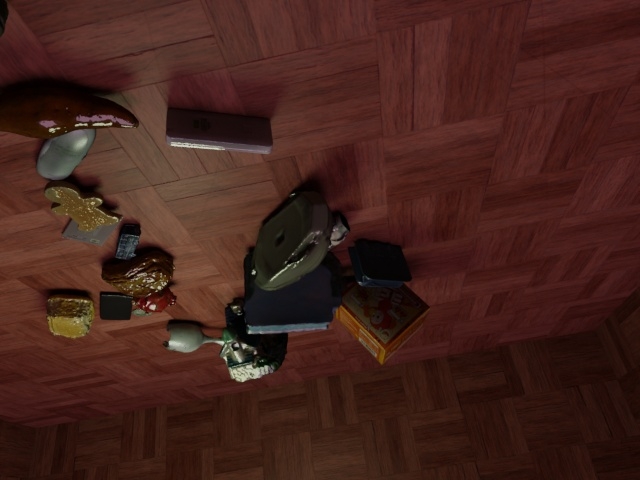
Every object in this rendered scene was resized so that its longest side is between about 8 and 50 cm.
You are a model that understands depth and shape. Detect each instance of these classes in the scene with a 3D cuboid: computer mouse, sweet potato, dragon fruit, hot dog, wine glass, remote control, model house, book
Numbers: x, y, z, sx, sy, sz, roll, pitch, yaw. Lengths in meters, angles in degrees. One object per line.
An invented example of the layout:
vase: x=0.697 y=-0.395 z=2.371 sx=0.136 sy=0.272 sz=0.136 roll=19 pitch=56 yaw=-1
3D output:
computer mouse: x=-0.080 y=0.008 z=1.537 sx=0.145 sy=0.228 sz=0.429 roll=8 pitch=145 yaw=-38
sweet potato: x=-0.587 y=-0.276 z=1.041 sx=0.359 sy=0.112 sz=0.112 roll=-8 pitch=150 yaw=-6
dragon fruit: x=-0.628 y=0.210 z=1.837 sx=0.165 sy=0.133 sz=0.136 roll=10 pitch=-173 yaw=-27
hot dog: x=-0.646 y=0.127 z=1.694 sx=0.259 sy=0.114 sz=0.175 roll=-18 pitch=151 yaw=15
wine glass: x=-0.563 y=0.457 z=2.249 sx=0.321 sy=0.143 sz=0.143 roll=15 pitch=142 yaw=-30
remote control: x=-0.240 y=-0.262 z=1.159 sx=0.250 sy=0.103 sz=0.034 roll=1 pitch=145 yaw=-18
model house: x=-0.306 y=0.400 z=2.074 sx=0.243 sy=0.298 sz=0.284 roll=-19 pitch=111 yaw=13
model house: x=-0.112 y=0.217 z=1.847 sx=0.360 sy=0.298 sz=0.339 roll=-3 pitch=157 yaw=-8
book: x=-0.707 y=-0.041 z=1.494 sx=0.127 sy=0.014 sz=0.181 roll=17 pitch=141 yaw=-37
remote control: x=-0.626 y=-0.219 z=1.187 sx=0.097 sy=0.045 sz=0.256 roll=17 pitch=143 yaw=-36

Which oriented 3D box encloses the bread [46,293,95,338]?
bread: x=-0.976 y=0.294 z=1.885 sx=0.174 sy=0.121 sz=0.245 roll=11 pitch=149 yaw=-16

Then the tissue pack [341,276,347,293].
tissue pack: x=-0.003 y=0.243 z=2.077 sx=0.246 sy=0.093 sz=0.149 roll=-9 pitch=148 yaw=1

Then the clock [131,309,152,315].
clock: x=-0.765 y=0.310 z=2.072 sx=0.083 sy=0.010 sz=0.074 roll=4 pitch=147 yaw=-20

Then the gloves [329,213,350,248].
gloves: x=-0.004 y=-0.008 z=1.646 sx=0.212 sy=0.111 sz=0.127 roll=-25 pitch=176 yaw=18

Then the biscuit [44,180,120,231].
biscuit: x=-0.674 y=-0.098 z=1.357 sx=0.153 sy=0.030 sz=0.234 roll=-16 pitch=151 yaw=8

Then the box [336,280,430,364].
box: x=0.243 y=0.288 z=1.943 sx=0.259 sy=0.283 sz=0.214 roll=-39 pitch=156 yaw=-16

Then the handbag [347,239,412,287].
handbag: x=0.218 y=0.084 z=1.794 sx=0.229 sy=0.179 sz=0.062 roll=5 pitch=148 yaw=-34

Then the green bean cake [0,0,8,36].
green bean cake: x=-0.660 y=-0.411 z=0.807 sx=0.183 sy=0.094 sz=0.185 roll=-16 pitch=148 yaw=12

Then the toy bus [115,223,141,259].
toy bus: x=-0.624 y=0.007 z=1.566 sx=0.065 sy=0.047 sz=0.166 roll=12 pitch=145 yaw=-24

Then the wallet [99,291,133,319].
wallet: x=-0.838 y=0.275 z=1.981 sx=0.124 sy=0.025 sz=0.244 roll=5 pitch=147 yaw=-22
